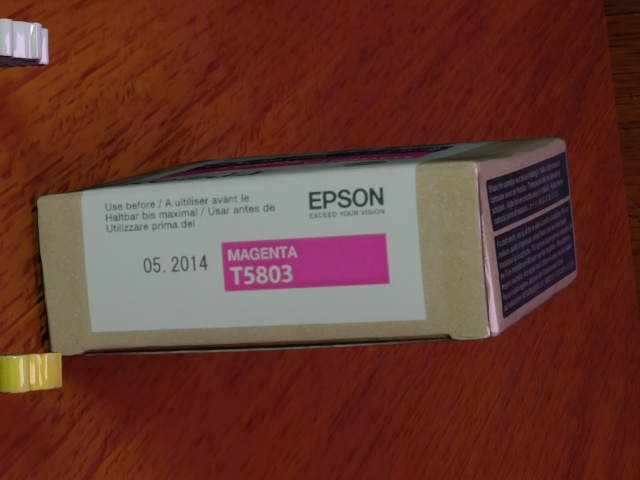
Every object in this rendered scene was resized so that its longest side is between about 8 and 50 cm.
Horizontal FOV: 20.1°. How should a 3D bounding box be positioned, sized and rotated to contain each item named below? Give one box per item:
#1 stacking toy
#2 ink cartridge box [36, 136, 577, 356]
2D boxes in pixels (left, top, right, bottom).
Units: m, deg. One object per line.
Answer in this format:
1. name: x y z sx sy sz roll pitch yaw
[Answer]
1. stacking toy: -0.175 -0.013 0.734 0.221 0.052 0.167 1 86 -69
2. ink cartridge box: 0.000 0.000 0.944 0.193 0.235 0.088 -19 105 -70
